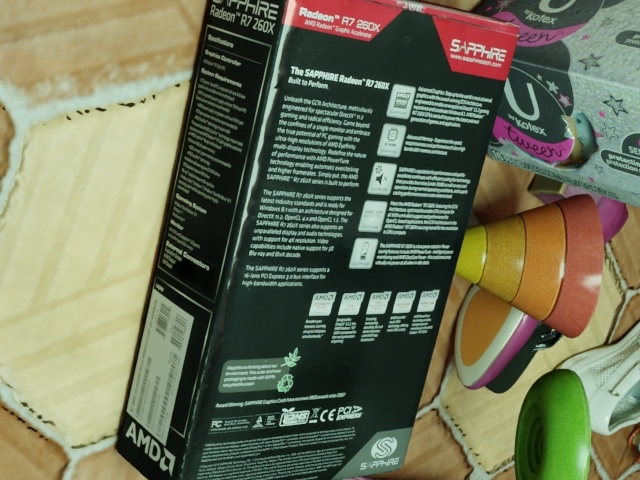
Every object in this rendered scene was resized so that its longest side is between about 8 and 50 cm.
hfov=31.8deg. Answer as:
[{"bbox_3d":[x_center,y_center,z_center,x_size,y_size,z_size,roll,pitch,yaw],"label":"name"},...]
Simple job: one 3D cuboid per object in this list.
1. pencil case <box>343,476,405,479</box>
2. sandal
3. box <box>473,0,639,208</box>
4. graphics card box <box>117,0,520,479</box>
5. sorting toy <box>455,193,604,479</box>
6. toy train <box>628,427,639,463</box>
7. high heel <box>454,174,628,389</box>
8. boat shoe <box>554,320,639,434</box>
[{"bbox_3d":[0.127,0.323,1.043,0.386,0.160,0.167,21,107,-45],"label":"pencil case"},{"bbox_3d":[0.224,0.078,1.101,0.179,0.040,0.067,-56,133,-8],"label":"sandal"},{"bbox_3d":[0.248,-0.132,0.883,0.163,0.247,0.142,-45,130,-18],"label":"box"},{"bbox_3d":[0.000,0.000,0.831,0.232,0.094,0.371,0,107,-42],"label":"graphics card box"},{"bbox_3d":[0.141,0.136,0.902,0.126,0.127,0.366,7,82,-6],"label":"sorting toy"},{"bbox_3d":[0.416,0.202,1.329,0.166,0.046,0.125,-21,120,-38],"label":"toy train"},{"bbox_3d":[0.211,0.043,1.047,0.117,0.082,0.244,35,71,-34],"label":"high heel"},{"bbox_3d":[0.364,0.148,1.219,0.277,0.096,0.098,-22,121,-34],"label":"boat shoe"}]
